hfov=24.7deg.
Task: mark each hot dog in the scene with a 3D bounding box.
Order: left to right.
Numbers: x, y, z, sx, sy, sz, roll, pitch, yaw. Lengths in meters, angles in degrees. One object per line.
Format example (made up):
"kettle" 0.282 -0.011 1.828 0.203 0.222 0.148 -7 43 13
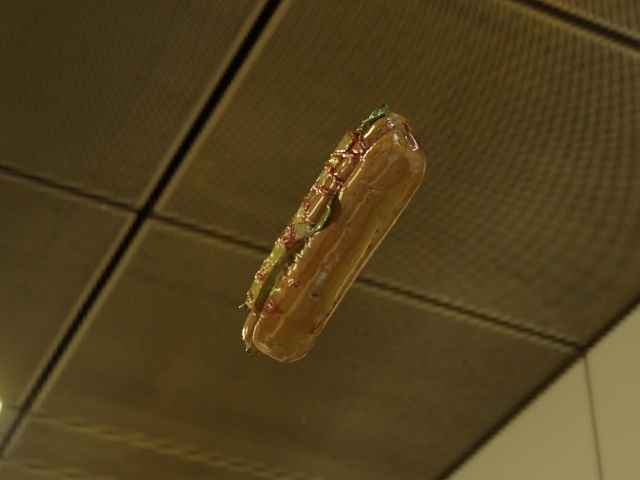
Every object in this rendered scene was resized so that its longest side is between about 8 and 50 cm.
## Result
"hot dog" 0.000 0.000 1.242 0.076 0.104 0.250 29 -70 -21
